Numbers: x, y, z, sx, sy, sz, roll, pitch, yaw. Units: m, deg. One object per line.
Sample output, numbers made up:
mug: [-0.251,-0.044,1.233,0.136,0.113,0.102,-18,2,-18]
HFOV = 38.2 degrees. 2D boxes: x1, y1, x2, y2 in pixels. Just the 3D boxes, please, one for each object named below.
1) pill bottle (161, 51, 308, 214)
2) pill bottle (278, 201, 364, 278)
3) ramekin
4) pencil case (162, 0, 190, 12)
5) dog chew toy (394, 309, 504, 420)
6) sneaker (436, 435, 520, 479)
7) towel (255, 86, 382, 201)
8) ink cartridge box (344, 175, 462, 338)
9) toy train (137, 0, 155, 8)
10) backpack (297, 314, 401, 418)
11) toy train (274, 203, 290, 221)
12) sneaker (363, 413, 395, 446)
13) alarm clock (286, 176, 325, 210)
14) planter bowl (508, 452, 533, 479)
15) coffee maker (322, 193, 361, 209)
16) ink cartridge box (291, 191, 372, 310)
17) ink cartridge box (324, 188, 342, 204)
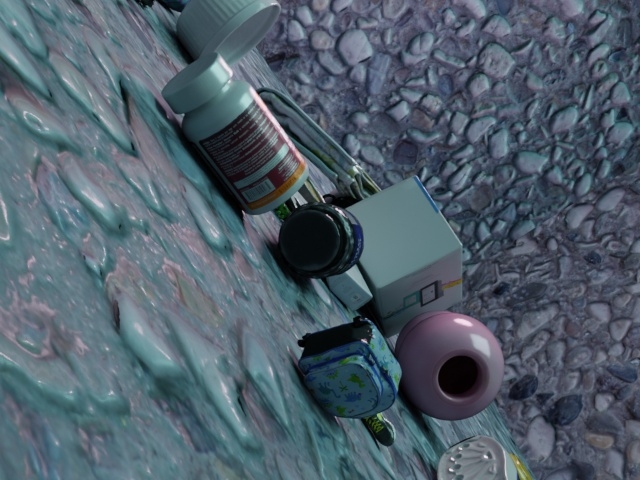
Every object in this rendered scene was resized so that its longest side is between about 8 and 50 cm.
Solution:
pill bottle: [-0.123,-0.153,1.336,0.221,0.121,0.121,54,8,-25]
pill bottle: [0.000,0.000,1.490,0.122,0.123,0.219,58,8,5]
ramekin: [-0.190,-0.436,1.842,0.109,0.207,0.207,49,7,3]
pencil case: [-0.314,-0.529,1.942,0.152,0.065,0.070,13,64,-81]
dog chew toy: [0.240,0.233,1.855,0.206,0.207,0.332,56,-2,-8]
sneaker: [0.297,0.478,1.469,0.323,0.130,0.236,-115,-179,-74]
towel: [0.006,-0.219,2.381,0.374,0.090,0.320,46,3,26]
ink cartridge box: [0.171,0.041,1.965,0.198,0.197,0.270,61,-6,28]
toy train: [-0.335,-0.452,1.617,0.036,0.027,0.158,48,4,23]
backpack: [0.038,0.165,1.116,0.114,0.105,0.084,54,30,-27]
toy train: [-0.069,-0.054,1.663,0.083,0.024,0.017,51,9,-38]
sneaker: [0.073,0.250,1.281,0.035,0.031,0.083,27,24,-49]
alarm clock: [-0.045,-0.097,1.860,0.129,0.064,0.192,60,5,22]
planter bowl: [0.445,0.565,2.158,0.217,0.090,0.217,56,6,-9]
coffee maker: [0.094,-0.025,2.272,0.178,0.120,0.171,50,9,-49]
ink cartridge box: [-0.006,0.006,1.752,0.232,0.066,0.189,40,16,-39]
ink cartridge box: [0.077,-0.058,2.529,0.150,0.063,0.109,53,7,-27]
